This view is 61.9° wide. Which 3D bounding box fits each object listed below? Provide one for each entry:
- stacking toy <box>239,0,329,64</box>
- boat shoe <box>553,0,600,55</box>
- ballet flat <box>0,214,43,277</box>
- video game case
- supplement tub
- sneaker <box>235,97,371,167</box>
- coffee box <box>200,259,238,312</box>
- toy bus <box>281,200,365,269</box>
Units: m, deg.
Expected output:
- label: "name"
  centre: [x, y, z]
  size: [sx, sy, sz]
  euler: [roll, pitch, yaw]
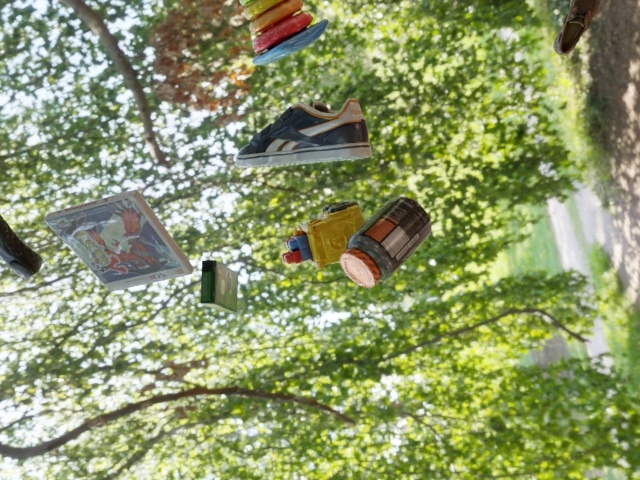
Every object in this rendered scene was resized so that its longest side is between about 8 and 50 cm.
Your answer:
- label: "stacking toy"
  centre: [-0.135, -0.580, 1.245]
  size: [0.175, 0.166, 0.302]
  euler: [-41, -66, -27]
- label: "boat shoe"
  centre: [0.608, -0.521, 1.251]
  size: [0.060, 0.064, 0.178]
  euler: [-58, -13, -57]
- label: "ballet flat"
  centre: [-0.567, -0.004, 0.960]
  size: [0.049, 0.057, 0.173]
  euler: [-82, -21, -50]
- label: "video game case"
  centre: [-0.355, 0.008, 0.957]
  size: [0.023, 0.183, 0.201]
  euler: [-86, -22, -46]
- label: "supplement tub"
  centre: [0.134, 0.004, 1.104]
  size: [0.190, 0.117, 0.117]
  euler: [-42, -58, -27]
- label: "sneaker"
  centre: [-0.044, -0.221, 1.125]
  size: [0.126, 0.321, 0.127]
  euler: [-17, -77, -60]
- label: "coffee box"
  centre: [-0.259, 0.123, 1.381]
  size: [0.184, 0.040, 0.113]
  euler: [54, -146, -74]
- label: "toy bus"
  centre: [0.000, 0.000, 1.315]
  size: [0.220, 0.211, 0.149]
  euler: [-158, 51, -76]
